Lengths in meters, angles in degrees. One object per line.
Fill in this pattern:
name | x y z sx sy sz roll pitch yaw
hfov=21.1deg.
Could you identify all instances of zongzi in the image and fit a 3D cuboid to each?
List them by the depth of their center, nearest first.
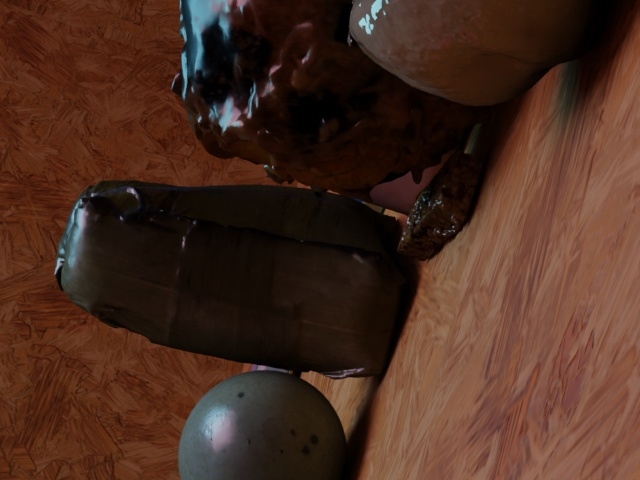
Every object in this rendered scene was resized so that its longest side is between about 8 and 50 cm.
zongzi | -0.088 0.003 1.856 0.393 0.356 0.174 -78 1 -72

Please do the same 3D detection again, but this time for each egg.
egg | -0.059 0.218 1.731 0.236 0.169 0.169 109 179 -67

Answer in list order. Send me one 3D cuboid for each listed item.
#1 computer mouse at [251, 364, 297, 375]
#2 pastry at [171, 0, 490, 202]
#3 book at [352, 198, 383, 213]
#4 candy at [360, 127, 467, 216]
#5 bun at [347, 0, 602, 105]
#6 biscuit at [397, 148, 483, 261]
computer mouse | -0.076 0.211 2.641 0.158 0.072 0.310 117 171 -72
pastry | 0.026 -0.238 1.509 0.292 0.337 0.405 34 97 45
book | 0.070 -0.266 2.289 0.428 0.039 0.300 -102 26 -46
candy | 0.100 -0.142 1.794 0.255 0.094 0.255 -161 90 -85
bun | 0.137 -0.213 1.221 0.273 0.168 0.273 -57 6 10
biscuit | 0.109 -0.029 1.586 0.199 0.034 0.064 122 166 -76
